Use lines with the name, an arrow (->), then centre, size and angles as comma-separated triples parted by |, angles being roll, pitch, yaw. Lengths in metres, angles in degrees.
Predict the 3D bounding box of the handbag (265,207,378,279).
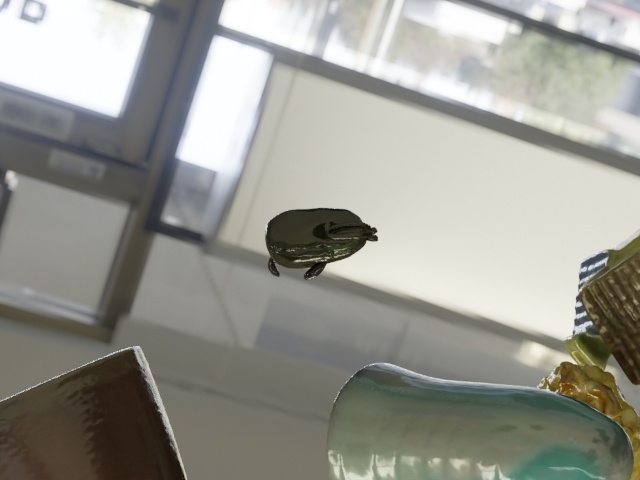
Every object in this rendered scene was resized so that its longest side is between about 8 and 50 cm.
handbag -> 0.000, 0.000, 1.560 | 0.111, 0.047, 0.072 | -9, -129, 6

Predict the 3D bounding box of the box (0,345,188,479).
box -> -0.234, 0.237, 1.344 | 0.216, 0.301, 0.301 | 64, -162, 5

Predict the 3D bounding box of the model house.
model house -> 0.472, 0.094, 2.111 | 0.261, 0.266, 0.321 | 57, 169, 2

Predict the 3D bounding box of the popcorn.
popcorn -> 0.328, 0.233, 2.001 | 0.170, 0.180, 0.180 | 10, -167, -30

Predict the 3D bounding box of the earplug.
earplug -> 0.186, 0.225, 1.726 | 0.324, 0.185, 0.185 | -2, 174, 39
